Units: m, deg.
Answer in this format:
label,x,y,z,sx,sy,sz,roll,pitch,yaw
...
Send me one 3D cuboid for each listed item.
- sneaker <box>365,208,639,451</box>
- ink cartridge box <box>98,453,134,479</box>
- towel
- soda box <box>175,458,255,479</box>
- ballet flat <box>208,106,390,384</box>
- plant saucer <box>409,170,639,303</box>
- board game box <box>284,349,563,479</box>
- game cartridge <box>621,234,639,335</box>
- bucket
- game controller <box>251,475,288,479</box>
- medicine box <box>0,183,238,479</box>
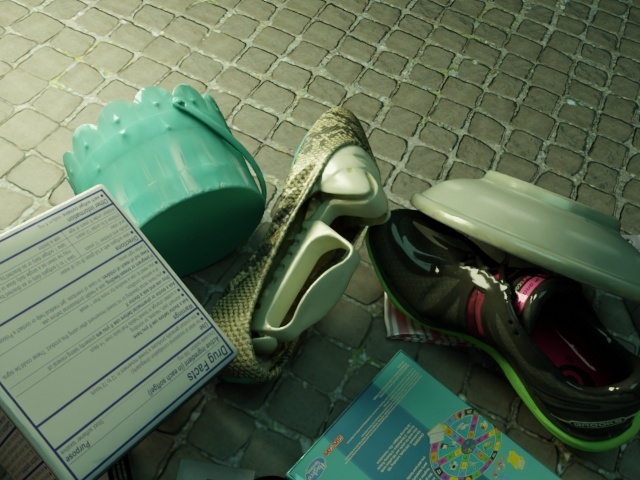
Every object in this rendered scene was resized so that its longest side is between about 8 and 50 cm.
label,x,y,z,sx,sy,sz,roll,pitch,yaw
sneaker,0.277,0.087,1.029,0.482,0.202,0.185,38,56,21
ink cartridge box,-0.278,0.323,0.873,0.097,0.046,0.207,-13,56,-19
towel,0.200,0.103,1.152,0.197,0.029,0.144,6,51,-7
soda box,-0.147,0.408,0.803,0.098,0.091,0.286,11,51,-2
ballet flat,0.000,0.000,1.032,0.182,0.164,0.483,2,56,49
plant saucer,0.340,-0.025,1.083,0.400,0.101,0.400,22,8,-3
board game box,0.155,0.344,0.922,0.336,0.079,0.254,38,55,18
game cartridge,0.707,0.090,1.247,0.355,0.068,0.230,0,48,-11
bucket,-0.226,-0.075,1.058,0.281,0.281,0.183,-21,68,-25
game controller,-0.125,0.380,0.727,0.319,0.067,0.166,-25,62,-30
medicine box,-0.299,0.124,0.849,0.289,0.149,0.263,51,46,1
